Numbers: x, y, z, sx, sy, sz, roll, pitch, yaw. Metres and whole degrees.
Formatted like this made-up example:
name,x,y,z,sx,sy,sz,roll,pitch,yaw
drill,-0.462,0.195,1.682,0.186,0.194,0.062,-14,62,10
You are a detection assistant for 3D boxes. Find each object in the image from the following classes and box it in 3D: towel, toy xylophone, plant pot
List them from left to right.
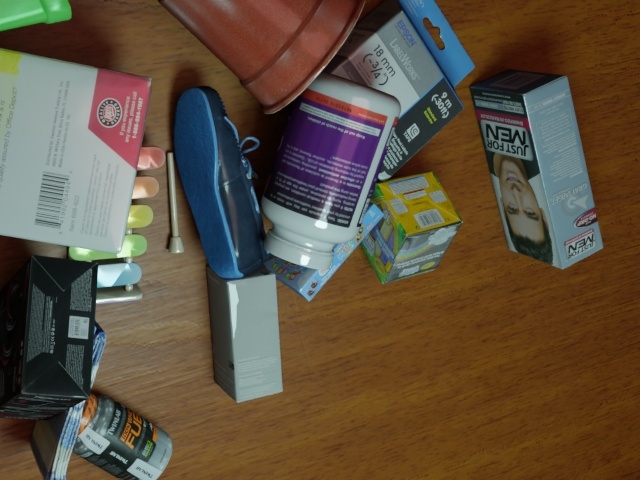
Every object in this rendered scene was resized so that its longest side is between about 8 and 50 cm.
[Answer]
name,x,y,z,sx,sy,sz,roll,pitch,yaw
towel,-0.432,0.257,1.819,0.034,0.209,0.285,14,95,-26
toy xylophone,-0.347,-0.053,1.858,0.236,0.081,0.322,-13,108,-23
plant pot,-0.111,-0.401,1.802,0.265,0.272,0.272,37,85,-20

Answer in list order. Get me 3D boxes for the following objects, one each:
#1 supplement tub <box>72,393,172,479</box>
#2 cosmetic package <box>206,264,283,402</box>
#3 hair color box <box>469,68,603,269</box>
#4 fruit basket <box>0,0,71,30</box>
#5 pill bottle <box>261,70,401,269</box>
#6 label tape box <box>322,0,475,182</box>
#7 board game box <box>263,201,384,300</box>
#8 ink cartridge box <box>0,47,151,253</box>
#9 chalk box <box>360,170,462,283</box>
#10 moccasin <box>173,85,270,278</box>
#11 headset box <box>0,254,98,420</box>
name,x,y,z,sx,sy,sz,roll,pitch,yaw
supplement tub,-0.371,0.356,1.925,0.190,0.117,0.117,39,84,-29
cosmetic package,-0.141,0.164,1.987,0.107,0.127,0.238,-12,106,-22
hair color box,0.436,-0.147,2.158,0.114,0.185,0.374,-25,112,-19
fruit basket,-0.468,-0.507,1.558,0.392,0.283,0.392,-11,110,-34
pill bottle,0.008,-0.121,1.851,0.181,0.181,0.323,15,100,-28
label tape box,0.150,-0.311,2.025,0.334,0.106,0.240,-43,117,-11
board game box,0.000,0.000,1.994,0.211,0.160,0.039,-50,125,-8
ink cartridge box,-0.476,-0.153,1.666,0.385,0.160,0.279,11,95,-10
chalk box,0.160,-0.012,2.066,0.132,0.132,0.213,-14,151,-25
moccasin,-0.173,-0.106,1.902,0.117,0.138,0.342,-18,104,-41
headset box,-0.457,0.168,1.732,0.110,0.293,0.218,9,71,-26
